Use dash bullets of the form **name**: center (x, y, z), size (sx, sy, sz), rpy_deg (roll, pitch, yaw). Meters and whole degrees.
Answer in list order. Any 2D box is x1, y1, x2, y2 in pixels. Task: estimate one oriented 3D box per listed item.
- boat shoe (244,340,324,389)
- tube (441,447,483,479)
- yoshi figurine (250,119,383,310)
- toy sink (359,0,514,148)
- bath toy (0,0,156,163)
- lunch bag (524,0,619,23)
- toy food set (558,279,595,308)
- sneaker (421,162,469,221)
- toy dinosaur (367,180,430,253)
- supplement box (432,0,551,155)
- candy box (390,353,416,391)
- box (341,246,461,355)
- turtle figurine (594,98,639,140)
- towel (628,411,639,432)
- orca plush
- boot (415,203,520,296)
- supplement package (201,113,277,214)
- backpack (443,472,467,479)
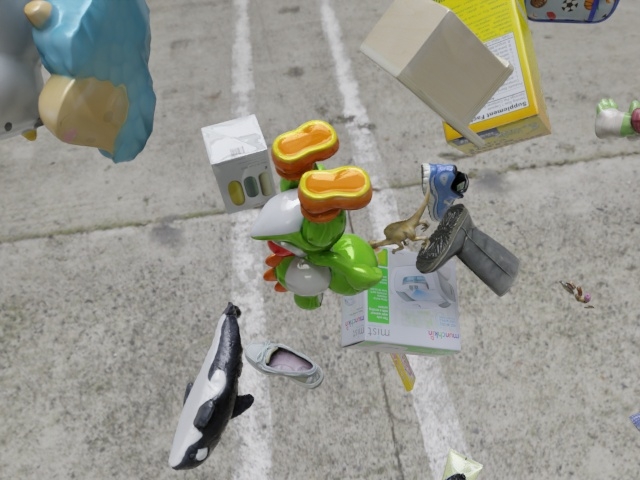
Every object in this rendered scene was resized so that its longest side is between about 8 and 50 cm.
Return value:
- **boat shoe**: center (-0.136, 0.414, 1.885), size (0.320, 0.103, 0.118), rpy_deg (17, 55, 32)
- **tube**: center (0.339, 0.677, 1.417), size (0.070, 0.062, 0.240), rpy_deg (21, 87, -13)
- **yoshi figurine**: center (0.022, -0.014, 0.892), size (0.203, 0.362, 0.204), rpy_deg (20, 55, 12)
- **toy sink**: center (0.208, -0.283, 0.901), size (0.131, 0.234, 0.153), rpy_deg (-50, 36, 16)
- **bath toy**: center (-0.290, -0.156, 0.394), size (0.348, 0.129, 0.151), rpy_deg (19, 69, 13)
- **lunch bag**: center (0.605, -0.658, 1.257), size (0.243, 0.303, 0.115), rpy_deg (10, 57, 14)
- **toy food set**: center (0.828, 0.167, 1.743), size (0.019, 0.078, 0.122), rpy_deg (-43, 90, -10)
- **sneaker**: center (0.442, -0.160, 1.881), size (0.147, 0.330, 0.130), rpy_deg (-4, 67, 18)
- **toy dinosaur**: center (0.163, -0.021, 0.998), size (0.092, 0.183, 0.053), rpy_deg (21, 40, -35)
- **supplement box**: center (0.365, -0.394, 1.203), size (0.194, 0.195, 0.357), rpy_deg (-13, 82, 30)
- **candy box**: center (0.265, 0.393, 1.827), size (0.027, 0.206, 0.105), rpy_deg (-24, 2, 20)
- **box**: center (0.189, 0.151, 1.306), size (0.261, 0.127, 0.231), rpy_deg (11, 67, -22)
- **turtle figurine**: center (0.593, -0.228, 0.849), size (0.198, 0.275, 0.266), rpy_deg (-38, 25, -18)
- **towel**: center (0.791, 0.353, 1.157), size (0.243, 0.336, 0.040), rpy_deg (-40, 73, 13)
- **orca plush**: center (-0.168, 0.260, 0.958), size (0.102, 0.151, 0.287), rpy_deg (25, 58, -23)
- **boot**: center (0.315, 0.049, 1.143), size (0.190, 0.208, 0.076), rpy_deg (-51, 25, -15)
- **supplement package**: center (-0.286, -0.270, 1.953), size (0.199, 0.263, 0.198), rpy_deg (-17, 53, -7)
- **backpack**: center (0.292, 0.593, 1.205), size (0.114, 0.084, 0.105), rpy_deg (-21, 30, -10)
